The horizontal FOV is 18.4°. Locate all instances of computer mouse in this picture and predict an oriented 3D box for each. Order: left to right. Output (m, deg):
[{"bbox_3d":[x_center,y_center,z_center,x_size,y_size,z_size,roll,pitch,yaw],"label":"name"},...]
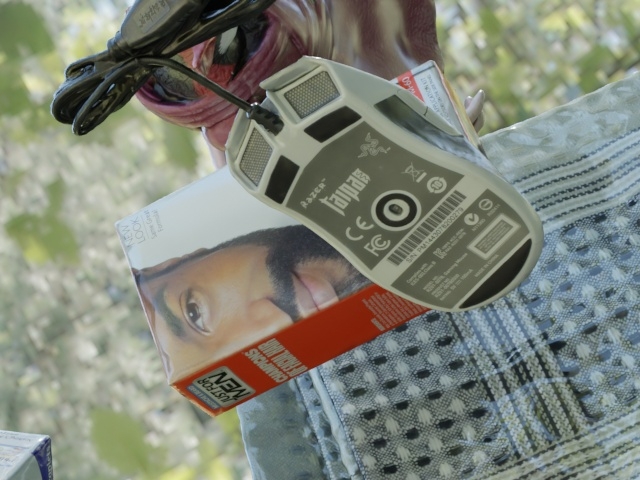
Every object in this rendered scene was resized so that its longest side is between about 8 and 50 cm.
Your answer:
[{"bbox_3d":[0.002,-0.038,0.759,0.193,0.042,0.106,34,-62,-22],"label":"computer mouse"}]

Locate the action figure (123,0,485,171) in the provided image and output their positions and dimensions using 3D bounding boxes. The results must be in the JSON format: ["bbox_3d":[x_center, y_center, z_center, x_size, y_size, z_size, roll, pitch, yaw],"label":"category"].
[{"bbox_3d":[-0.048,-0.134,1.249,0.276,0.248,0.370,-20,-4,23],"label":"action figure"}]

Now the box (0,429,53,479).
[{"bbox_3d":[-0.181,0.171,0.930,0.137,0.072,0.126,-50,-38,-62],"label":"box"}]

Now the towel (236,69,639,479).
[{"bbox_3d":[0.109,0.049,0.983,0.324,0.312,0.056,-22,-42,1],"label":"towel"}]

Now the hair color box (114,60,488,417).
[{"bbox_3d":[0.000,0.000,0.899,0.167,0.093,0.053,-28,-29,10],"label":"hair color box"}]
